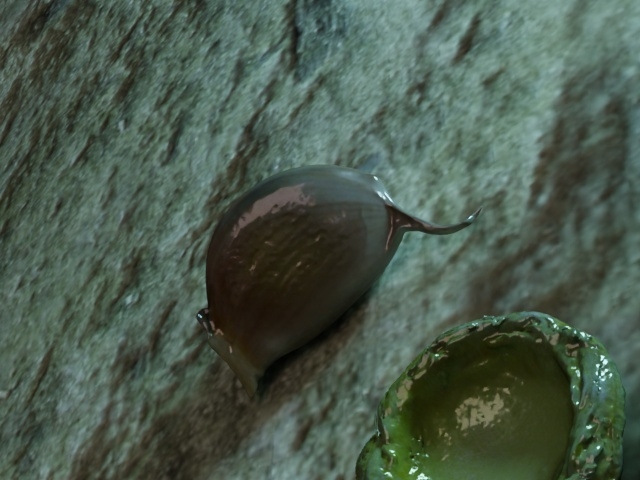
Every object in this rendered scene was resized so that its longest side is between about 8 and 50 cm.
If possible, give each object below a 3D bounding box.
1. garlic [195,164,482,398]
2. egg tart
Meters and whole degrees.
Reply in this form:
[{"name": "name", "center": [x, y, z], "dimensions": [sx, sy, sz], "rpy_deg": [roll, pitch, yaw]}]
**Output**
[{"name": "garlic", "center": [0.001, -0.005, 0.939], "dimensions": [0.266, 0.148, 0.128], "rpy_deg": [-39, -1, 21]}, {"name": "egg tart", "center": [0.119, 0.137, 0.677], "dimensions": [0.197, 0.078, 0.197], "rpy_deg": [-27, 40, 25]}]
